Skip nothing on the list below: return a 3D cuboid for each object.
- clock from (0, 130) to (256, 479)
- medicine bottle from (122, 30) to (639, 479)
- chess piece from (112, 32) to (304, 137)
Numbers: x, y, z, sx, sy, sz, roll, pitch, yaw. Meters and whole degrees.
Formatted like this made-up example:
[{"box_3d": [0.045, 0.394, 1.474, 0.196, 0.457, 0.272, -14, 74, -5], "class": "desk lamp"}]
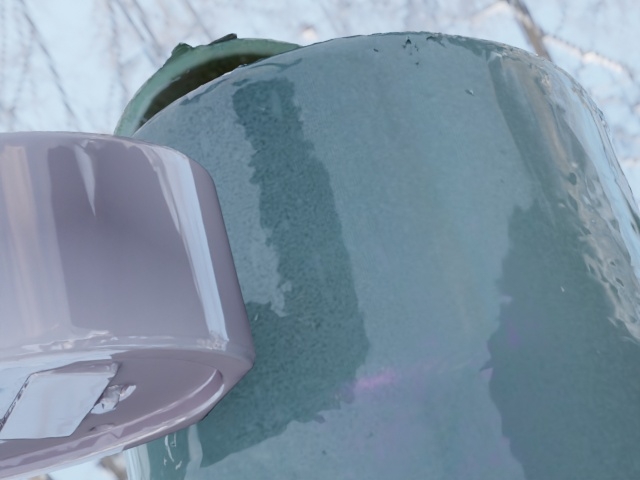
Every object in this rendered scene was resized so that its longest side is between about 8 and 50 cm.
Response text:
[{"box_3d": [-0.122, 0.033, 0.573, 0.196, 0.197, 0.068, -19, -105, 16], "class": "clock"}, {"box_3d": [0.042, 0.099, 0.729, 0.245, 0.245, 0.290, -22, -122, 13], "class": "medicine bottle"}, {"box_3d": [-0.048, 0.012, 1.126, 0.175, 0.298, 0.176, 2, -114, -5], "class": "chess piece"}]
